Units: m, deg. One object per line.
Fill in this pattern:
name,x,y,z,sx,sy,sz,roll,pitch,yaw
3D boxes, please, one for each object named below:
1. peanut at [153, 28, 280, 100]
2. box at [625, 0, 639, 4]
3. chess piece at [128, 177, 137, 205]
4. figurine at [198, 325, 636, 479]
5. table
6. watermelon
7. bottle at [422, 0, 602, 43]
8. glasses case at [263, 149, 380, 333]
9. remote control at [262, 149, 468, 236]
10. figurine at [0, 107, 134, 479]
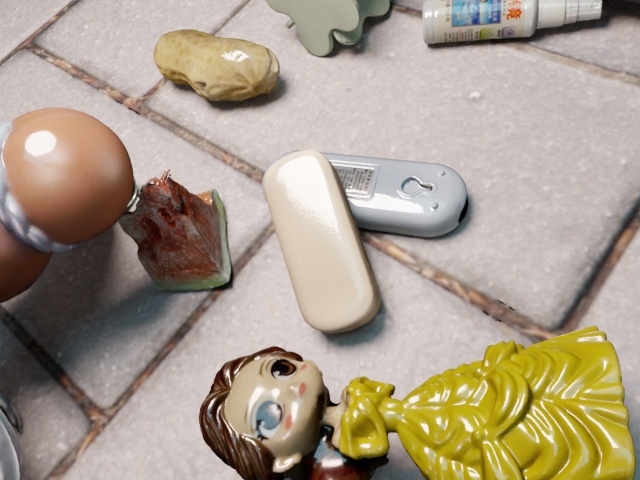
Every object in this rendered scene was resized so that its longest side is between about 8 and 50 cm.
peanut,-0.153,-0.250,0.773,0.214,0.099,0.099,28,71,25
box,0.453,-0.348,0.666,0.350,0.058,0.211,28,57,27
chess piece,-0.322,-0.075,0.743,0.149,0.059,0.059,7,62,26
figurine,0.053,0.149,0.439,0.315,0.168,0.187,2,71,14
table,0.039,-0.386,0.770,0.167,0.166,0.198,26,62,26
watermelon,-0.163,0.002,0.612,0.098,0.158,0.121,-18,85,4
bottle,0.243,-0.290,0.711,0.217,0.060,0.060,2,61,15
glasses case,0.000,0.000,0.581,0.083,0.050,0.196,-20,74,11
remote control,0.046,-0.059,0.634,0.244,0.047,0.087,8,61,18
figurine,-0.341,0.064,0.526,0.277,0.248,0.387,-6,76,54
